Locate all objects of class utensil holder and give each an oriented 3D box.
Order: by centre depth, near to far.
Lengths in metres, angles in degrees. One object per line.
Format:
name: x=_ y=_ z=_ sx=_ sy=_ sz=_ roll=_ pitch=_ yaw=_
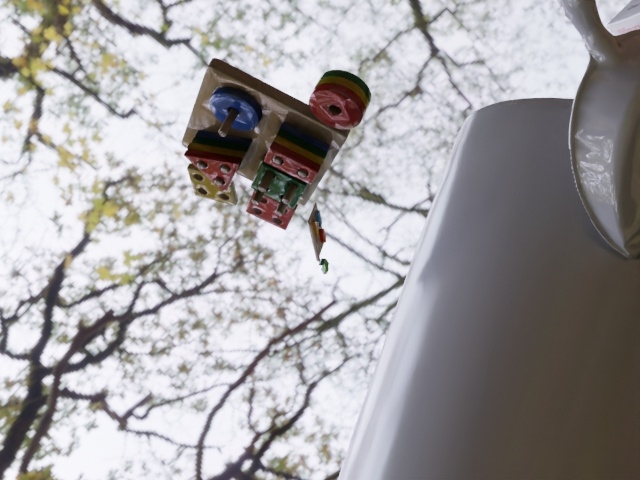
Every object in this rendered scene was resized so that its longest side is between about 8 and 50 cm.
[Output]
utensil holder: x=0.209 y=0.115 z=0.820 sx=0.328 sy=0.328 sz=0.385 roll=25 pitch=-102 yaw=-33

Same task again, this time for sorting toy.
sorting toy: x=-0.061 y=-0.076 z=0.851 sx=0.132 sy=0.274 sz=0.046 roll=27 pitch=-120 yaw=-5
sorting toy: x=0.000 y=0.000 z=1.216 sx=0.062 sy=0.012 sz=0.083 roll=-78 pitch=-23 yaw=-60

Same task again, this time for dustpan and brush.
dustpan and brush: x=0.208 y=-0.105 z=0.640 sx=0.060 sy=0.147 sz=0.211 roll=37 pitch=169 yaw=48

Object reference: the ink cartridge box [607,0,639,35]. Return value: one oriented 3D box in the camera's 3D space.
ink cartridge box: x=0.372 y=-0.208 z=0.974 sx=0.198 sy=0.067 sz=0.115 roll=45 pitch=-178 yaw=-5
